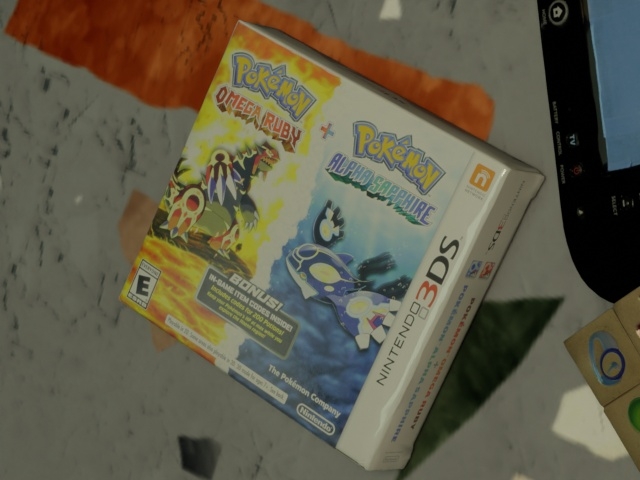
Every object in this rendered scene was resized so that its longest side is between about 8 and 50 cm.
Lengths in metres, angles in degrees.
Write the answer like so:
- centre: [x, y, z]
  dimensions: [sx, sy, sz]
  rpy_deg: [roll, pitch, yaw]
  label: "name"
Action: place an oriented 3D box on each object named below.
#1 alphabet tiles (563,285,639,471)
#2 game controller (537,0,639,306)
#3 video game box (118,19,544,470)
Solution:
- centre: [0.238, 0.078, 0.867]
  dimensions: [0.237, 0.009, 0.198]
  rpy_deg: [-41, 74, 43]
  label: "alphabet tiles"
- centre: [0.182, -0.128, 0.941]
  dimensions: [0.166, 0.067, 0.319]
  rpy_deg: [-10, 81, 33]
  label: "game controller"
- centre: [0.000, 0.000, 1.066]
  dimensions: [0.205, 0.048, 0.187]
  rpy_deg: [31, 101, 31]
  label: "video game box"
